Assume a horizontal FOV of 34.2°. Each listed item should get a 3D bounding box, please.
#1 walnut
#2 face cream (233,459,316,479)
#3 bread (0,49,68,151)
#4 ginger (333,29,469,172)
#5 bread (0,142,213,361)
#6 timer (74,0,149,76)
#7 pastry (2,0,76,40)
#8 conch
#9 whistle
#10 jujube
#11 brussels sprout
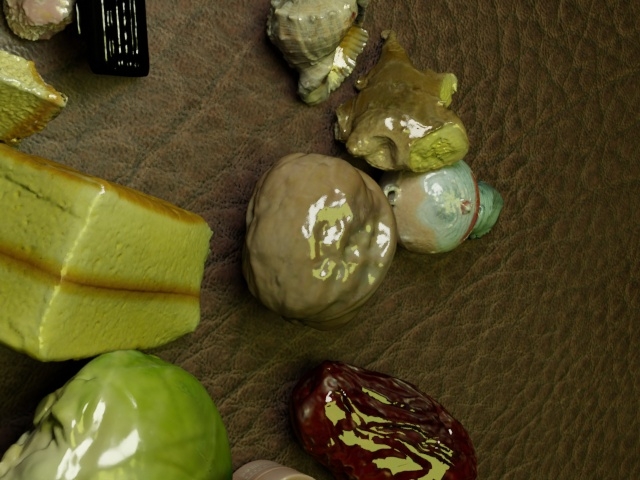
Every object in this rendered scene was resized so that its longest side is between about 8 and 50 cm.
[{"bbox_3d":[-0.002,-0.001,1.563,0.273,0.227,0.273,2,87,-37],"label":"walnut"},{"bbox_3d":[-0.073,0.425,1.618,0.149,0.104,0.149,-3,95,-37],"label":"face cream"},{"bbox_3d":[-0.398,-0.196,1.302,0.147,0.152,0.127,23,69,-36],"label":"bread"},{"bbox_3d":[0.122,-0.223,1.690,0.219,0.270,0.123,-14,138,1],"label":"ginger"},{"bbox_3d":[-0.325,0.026,1.418,0.362,0.245,0.233,19,91,-69],"label":"bread"},{"bbox_3d":[-0.275,-0.291,1.382,0.055,0.187,0.144,-1,97,7],"label":"timer"},{"bbox_3d":[-0.358,-0.394,1.335,0.103,0.112,0.265,-2,92,-16],"label":"pastry"},{"bbox_3d":[0.005,-0.317,1.594,0.178,0.163,0.245,-16,134,-19],"label":"conch"},{"bbox_3d":[0.227,-0.060,1.778,0.348,0.189,0.189,7,90,-48],"label":"whistle"},{"bbox_3d":[0.096,0.325,1.692,0.342,0.216,0.216,37,72,-27],"label":"jujube"},{"bbox_3d":[-0.272,0.309,1.361,0.344,0.268,0.344,16,67,-40],"label":"brussels sprout"}]
